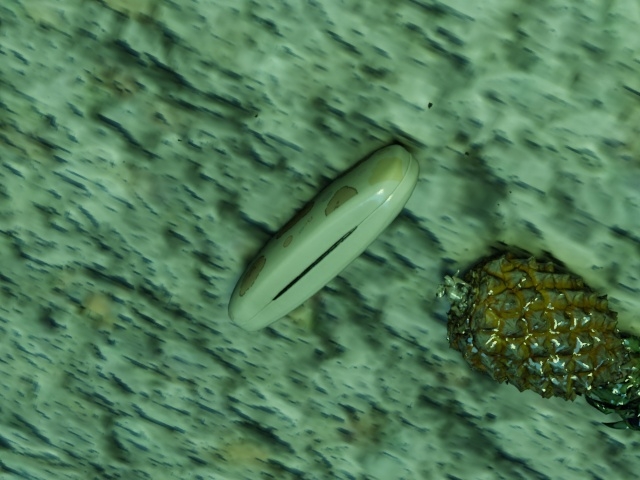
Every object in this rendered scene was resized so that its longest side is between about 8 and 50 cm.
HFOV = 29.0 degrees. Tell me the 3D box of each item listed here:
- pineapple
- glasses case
[{"bbox_3d":[0.176,0.068,0.793,0.221,0.083,0.103,23,121,-7],"label":"pineapple"},{"bbox_3d":[0.000,0.000,0.795,0.041,0.063,0.164,42,118,-14],"label":"glasses case"}]
